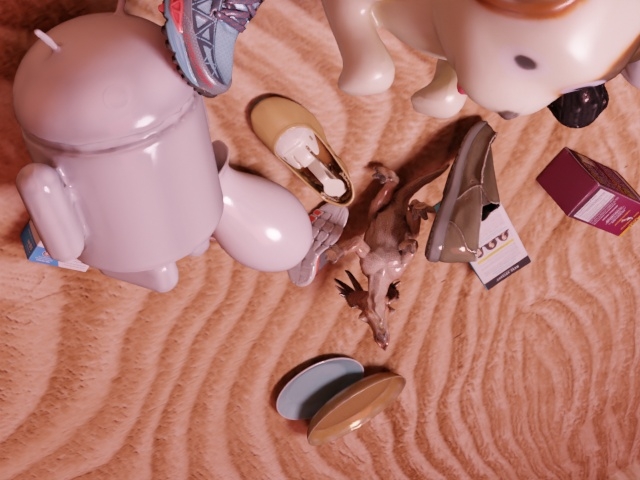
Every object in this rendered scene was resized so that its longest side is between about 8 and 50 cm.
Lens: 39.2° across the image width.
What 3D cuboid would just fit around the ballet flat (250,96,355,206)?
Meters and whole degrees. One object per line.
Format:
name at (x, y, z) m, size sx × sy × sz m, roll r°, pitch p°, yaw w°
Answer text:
ballet flat at (-0.013, -0.120, 1.270) m, size 0.080 × 0.073 × 0.232 m, roll -39°, pitch 141°, yaw 10°

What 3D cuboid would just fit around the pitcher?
pitcher at (-0.127, -0.030, 1.277) m, size 0.178 × 0.125 × 0.207 m, roll -26°, pitch 136°, yaw 29°

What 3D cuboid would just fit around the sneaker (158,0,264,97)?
sneaker at (-0.091, -0.276, 0.910) m, size 0.125 × 0.104 × 0.262 m, roll 4°, pitch 100°, yaw 14°

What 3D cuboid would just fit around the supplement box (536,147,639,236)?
supplement box at (0.490, -0.084, 1.614) m, size 0.188 × 0.104 × 0.081 m, roll 15°, pitch 124°, yaw -42°

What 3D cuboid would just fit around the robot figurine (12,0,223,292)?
robot figurine at (-0.225, -0.105, 1.026) m, size 0.300 × 0.200 × 0.353 m, roll -57°, pitch 150°, yaw -43°

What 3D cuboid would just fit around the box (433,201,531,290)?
box at (0.292, -0.008, 1.604) m, size 0.100 × 0.060 × 0.244 m, roll -34°, pitch 142°, yaw 5°

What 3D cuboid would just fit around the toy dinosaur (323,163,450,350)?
toy dinosaur at (0.105, 0.006, 1.436) m, size 0.200 × 0.127 × 0.296 m, roll 77°, pitch 37°, yaw -68°

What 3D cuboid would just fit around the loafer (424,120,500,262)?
loafer at (0.233, -0.068, 1.382) m, size 0.087 × 0.251 × 0.094 m, roll 19°, pitch 160°, yaw 4°

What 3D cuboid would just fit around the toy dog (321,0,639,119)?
toy dog at (0.171, -0.295, 0.924) m, size 0.395 × 0.408 × 0.284 m, roll -45°, pitch 141°, yaw 18°

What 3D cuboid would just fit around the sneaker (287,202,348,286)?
sneaker at (0.000, 0.000, 1.443) m, size 0.158 × 0.061 × 0.065 m, roll -57°, pitch 165°, yaw 24°

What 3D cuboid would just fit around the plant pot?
plant pot at (0.068, 0.337, 1.831) m, size 0.236 × 0.032 × 0.236 m, roll -28°, pitch 154°, yaw -15°

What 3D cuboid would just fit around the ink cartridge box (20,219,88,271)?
ink cartridge box at (-0.326, -0.024, 1.190) m, size 0.088 × 0.052 × 0.122 m, roll 15°, pitch 122°, yaw -42°

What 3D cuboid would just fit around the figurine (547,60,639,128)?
figurine at (0.446, -0.289, 1.340) m, size 0.215 × 0.092 × 0.209 m, roll -28°, pitch 153°, yaw -4°

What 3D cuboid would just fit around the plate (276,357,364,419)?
plate at (-0.003, 0.286, 1.768) m, size 0.188 × 0.024 × 0.188 m, roll -19°, pitch 141°, yaw -16°
